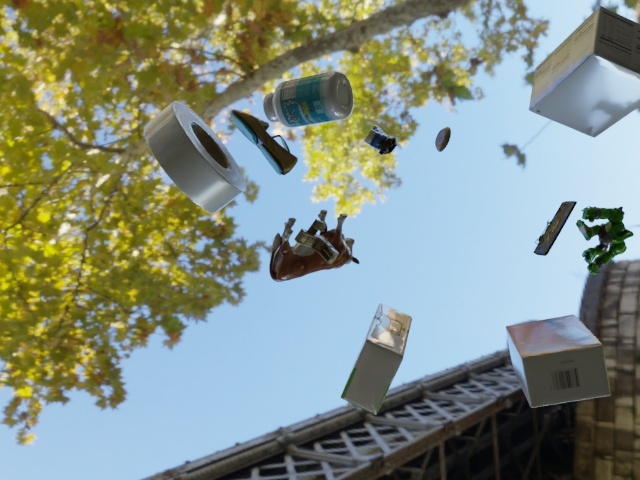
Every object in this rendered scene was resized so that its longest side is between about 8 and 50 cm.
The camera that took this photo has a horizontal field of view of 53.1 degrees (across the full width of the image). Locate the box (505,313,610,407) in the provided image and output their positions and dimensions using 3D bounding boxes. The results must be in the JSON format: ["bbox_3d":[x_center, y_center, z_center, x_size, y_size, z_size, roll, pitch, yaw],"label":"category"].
[{"bbox_3d":[0.404,0.204,1.107,0.170,0.130,0.091,-59,-44,-78],"label":"box"}]

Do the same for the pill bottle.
[{"bbox_3d":[-0.042,-0.424,1.954,0.146,0.264,0.146,11,-102,-59],"label":"pill bottle"}]

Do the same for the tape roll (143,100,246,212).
[{"bbox_3d":[-0.314,-0.211,1.616,0.286,0.100,0.286,51,-169,-14],"label":"tape roll"}]

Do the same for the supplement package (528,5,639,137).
[{"bbox_3d":[0.679,-0.402,1.570,0.203,0.262,0.145,20,-111,-9],"label":"supplement package"}]

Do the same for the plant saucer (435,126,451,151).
[{"bbox_3d":[0.382,-0.320,2.015,0.015,0.083,0.084,16,-109,-17],"label":"plant saucer"}]

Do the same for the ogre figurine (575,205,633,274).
[{"bbox_3d":[0.764,-0.010,1.720,0.097,0.118,0.197,-142,34,-82],"label":"ogre figurine"}]

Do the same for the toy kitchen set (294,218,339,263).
[{"bbox_3d":[0.000,0.000,1.521,0.083,0.075,0.068,20,-69,-44],"label":"toy kitchen set"}]

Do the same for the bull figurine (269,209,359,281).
[{"bbox_3d":[-0.007,0.018,1.796,0.310,0.101,0.189,-20,-57,-34],"label":"bull figurine"}]

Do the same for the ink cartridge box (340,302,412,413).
[{"bbox_3d":[0.165,0.328,1.823,0.273,0.114,0.199,-50,-18,-70],"label":"ink cartridge box"}]

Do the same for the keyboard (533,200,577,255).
[{"bbox_3d":[0.727,-0.034,1.972,0.038,0.100,0.192,32,-91,-12],"label":"keyboard"}]

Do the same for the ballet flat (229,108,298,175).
[{"bbox_3d":[-0.151,-0.279,1.746,0.073,0.080,0.232,-39,-93,-19],"label":"ballet flat"}]

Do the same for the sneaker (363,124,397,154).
[{"bbox_3d":[0.168,-0.275,1.769,0.058,0.084,0.152,-58,1,13],"label":"sneaker"}]
